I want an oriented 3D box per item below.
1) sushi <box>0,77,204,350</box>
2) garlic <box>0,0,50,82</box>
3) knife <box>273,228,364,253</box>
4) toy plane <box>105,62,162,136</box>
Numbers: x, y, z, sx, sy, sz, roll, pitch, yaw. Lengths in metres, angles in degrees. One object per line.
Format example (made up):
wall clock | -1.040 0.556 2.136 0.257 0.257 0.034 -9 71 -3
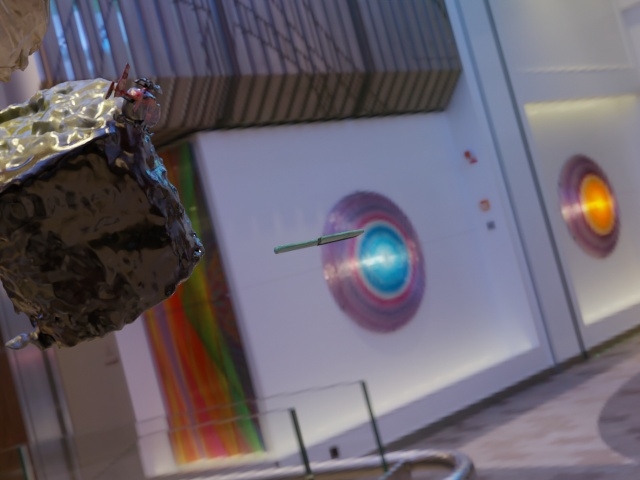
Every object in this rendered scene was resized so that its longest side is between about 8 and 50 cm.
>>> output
sushi | -0.331 -0.038 1.194 0.281 0.294 0.299 -19 28 5
garlic | -0.185 -0.112 0.415 0.113 0.094 0.074 -28 12 14
knife | 0.000 0.000 0.776 0.091 0.005 0.014 -11 -25 -29
toy plane | -0.198 -0.151 0.951 0.037 0.060 0.145 25 0 5
